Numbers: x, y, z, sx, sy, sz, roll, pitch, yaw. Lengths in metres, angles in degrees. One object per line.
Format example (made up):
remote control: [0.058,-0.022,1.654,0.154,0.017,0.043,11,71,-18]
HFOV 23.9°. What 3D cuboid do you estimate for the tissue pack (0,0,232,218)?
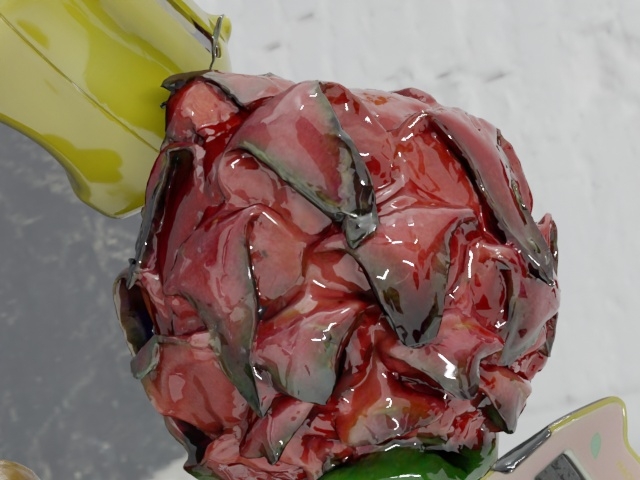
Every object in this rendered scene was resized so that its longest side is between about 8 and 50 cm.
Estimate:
tissue pack: [-0.134,-0.110,0.891,0.178,0.127,0.123,40,23,-32]

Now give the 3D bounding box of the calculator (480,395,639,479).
calculator: [0.131,0.213,0.933,0.236,0.033,0.157,-38,97,-20]

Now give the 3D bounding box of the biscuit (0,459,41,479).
biscuit: [-0.200,0.196,0.867,0.039,0.236,0.180,-100,-167,-55]

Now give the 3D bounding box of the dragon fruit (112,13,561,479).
dragon fruit: [0.000,0.000,0.756,0.234,0.234,0.293,-3,59,-54]
